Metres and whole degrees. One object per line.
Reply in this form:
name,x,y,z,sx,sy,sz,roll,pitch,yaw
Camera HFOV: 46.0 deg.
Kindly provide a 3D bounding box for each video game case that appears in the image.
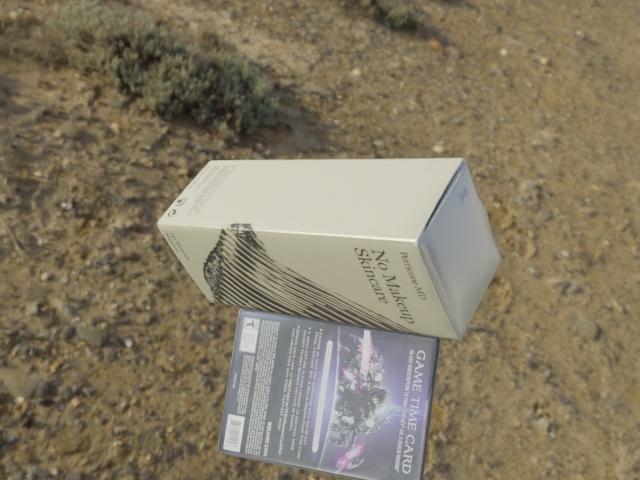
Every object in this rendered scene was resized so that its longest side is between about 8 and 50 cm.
video game case,0.009,0.205,0.994,0.274,0.196,0.026,7,-7,13

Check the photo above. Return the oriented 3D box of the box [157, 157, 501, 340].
box,0.000,0.000,0.638,0.275,0.113,0.094,3,46,39
